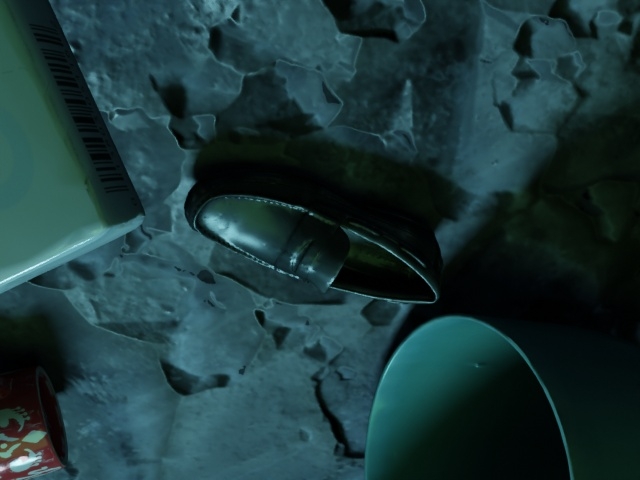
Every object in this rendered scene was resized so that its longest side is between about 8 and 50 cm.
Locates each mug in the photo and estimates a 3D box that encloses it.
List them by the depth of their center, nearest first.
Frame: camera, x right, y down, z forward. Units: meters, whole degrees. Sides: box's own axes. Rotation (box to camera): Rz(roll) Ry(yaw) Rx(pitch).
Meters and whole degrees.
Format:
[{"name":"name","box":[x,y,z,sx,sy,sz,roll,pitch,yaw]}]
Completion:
[{"name":"mug","box":[-0.311,0.165,1.092,0.169,0.113,0.150,-14,155,-3]}]

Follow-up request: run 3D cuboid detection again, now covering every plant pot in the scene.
[{"name":"plant pot","box":[0.213,0.209,1.134,0.235,0.293,0.293,1,132,-31]}]

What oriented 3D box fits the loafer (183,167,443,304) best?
[{"name":"loafer","box":[0.000,0.000,1.035,0.223,0.078,0.076,15,126,-22]}]

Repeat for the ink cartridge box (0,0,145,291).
[{"name":"ink cartridge box","box":[-0.341,-0.069,0.785,0.385,0.091,0.308,-25,90,8]}]
